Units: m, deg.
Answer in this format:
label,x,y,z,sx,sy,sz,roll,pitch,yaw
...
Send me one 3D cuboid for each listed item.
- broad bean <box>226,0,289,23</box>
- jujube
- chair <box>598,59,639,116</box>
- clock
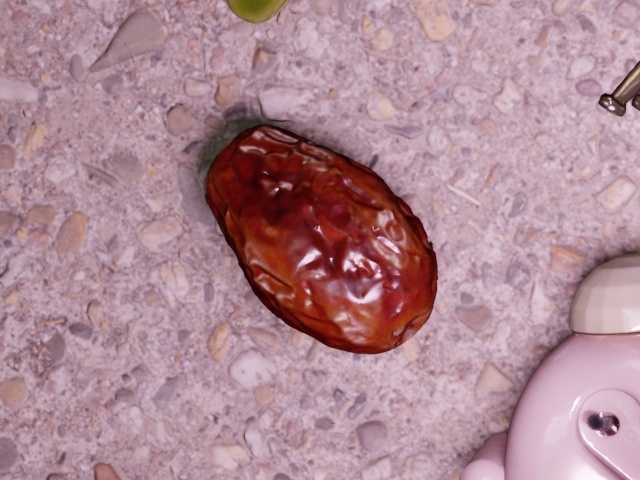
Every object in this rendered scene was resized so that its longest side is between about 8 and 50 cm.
label,x,y,z,sx,sy,sz,roll,pitch,yaw
broad bean,-0.067,-0.276,1.995,0.083,0.045,0.063,-13,93,26
jujube,0.000,0.000,1.941,0.290,0.197,0.197,42,108,21
chair,0.540,-0.205,1.668,0.362,0.365,0.410,34,101,10
clock,0.355,0.215,1.876,0.342,0.184,0.325,39,102,3
